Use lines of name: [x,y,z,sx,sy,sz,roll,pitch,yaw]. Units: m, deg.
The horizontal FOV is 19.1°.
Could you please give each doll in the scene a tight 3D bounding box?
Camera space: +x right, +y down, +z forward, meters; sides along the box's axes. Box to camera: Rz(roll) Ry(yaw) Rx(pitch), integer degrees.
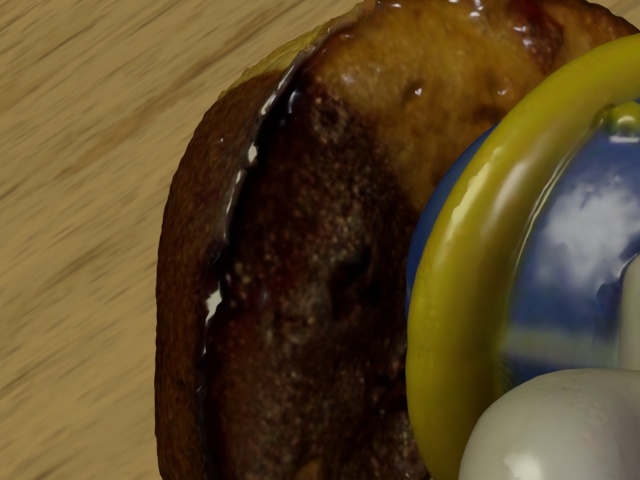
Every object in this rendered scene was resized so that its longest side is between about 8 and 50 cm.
doll: [0.104,0.045,0.532,0.242,0.159,0.311,30,29,34]

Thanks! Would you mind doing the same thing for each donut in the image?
donut: [0.000,0.000,0.738,0.112,0.151,0.295,-5,45,53]
